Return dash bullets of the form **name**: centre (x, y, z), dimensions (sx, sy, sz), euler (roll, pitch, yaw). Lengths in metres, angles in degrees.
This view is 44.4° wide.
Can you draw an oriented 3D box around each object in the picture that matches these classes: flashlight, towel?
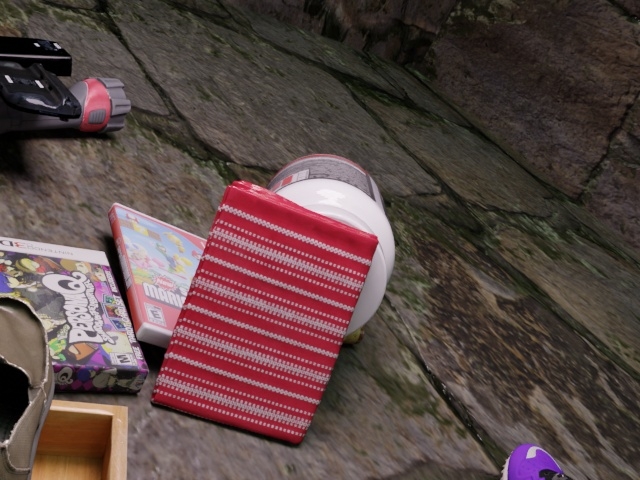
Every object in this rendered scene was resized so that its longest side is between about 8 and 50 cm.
- **flashlight**: centre (-0.463, -0.223, 1.301), dimensions (0.304, 0.103, 0.103), euler (-14, 85, -52)
- **towel**: centre (-0.062, 0.087, 0.923), dimensions (0.199, 0.274, 0.031), euler (20, 1, -16)

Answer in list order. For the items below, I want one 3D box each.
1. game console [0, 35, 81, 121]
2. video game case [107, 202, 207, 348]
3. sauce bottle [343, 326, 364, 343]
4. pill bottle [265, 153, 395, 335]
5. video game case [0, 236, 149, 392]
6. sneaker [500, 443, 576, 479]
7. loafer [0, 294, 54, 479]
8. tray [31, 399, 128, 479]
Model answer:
- **game console**: centre (-0.478, -0.257, 1.207), dimensions (0.213, 0.044, 0.361), euler (-5, 29, -32)
- **video game case**: centre (-0.179, 0.065, 1.072), dimensions (0.204, 0.025, 0.285), euler (24, 21, -34)
- **sauce bottle**: centre (0.005, 0.129, 1.170), dimensions (0.128, 0.042, 0.042), euler (12, 29, -30)
- **pill bottle**: centre (0.000, 0.000, 1.146), dimensions (0.210, 0.210, 0.363), euler (26, 13, -5)
- **video game case**: centre (-0.328, 0.079, 0.905), dimensions (0.210, 0.041, 0.232), euler (11, 30, -36)
- **sneaker**: centre (0.317, 0.337, 0.965), dimensions (0.102, 0.146, 0.293), euler (23, 25, -12)
- **loafer**: centre (-0.262, 0.117, 0.642), dimensions (0.094, 0.087, 0.251), euler (7, 30, -23)
- **tray**: centre (-0.245, 0.275, 0.542), dimensions (0.203, 0.076, 0.411), euler (10, 30, -18)
